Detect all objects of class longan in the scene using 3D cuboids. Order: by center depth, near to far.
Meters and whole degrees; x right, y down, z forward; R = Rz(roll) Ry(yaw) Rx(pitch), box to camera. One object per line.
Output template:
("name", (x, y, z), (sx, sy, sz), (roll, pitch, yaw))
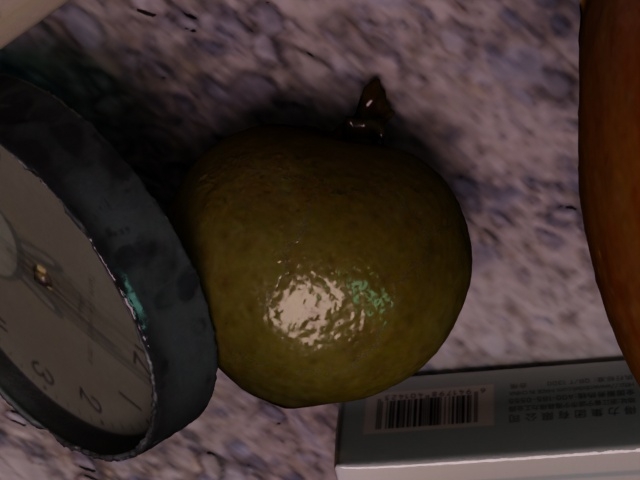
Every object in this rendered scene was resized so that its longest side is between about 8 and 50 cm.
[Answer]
("longan", (0.000, 0.000, 0.851), (0.154, 0.176, 0.145), (18, 172, -30))

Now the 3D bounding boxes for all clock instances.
("clock", (-0.143, 0.018, 0.854), (0.215, 0.042, 0.215), (30, 140, 30))

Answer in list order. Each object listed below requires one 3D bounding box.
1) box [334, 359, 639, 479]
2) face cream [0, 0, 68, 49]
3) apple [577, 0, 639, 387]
("box", (0.148, 0.145, 0.971), (0.269, 0.079, 0.135), (-5, 127, 10))
("face cream", (-0.201, -0.158, 0.777), (0.348, 0.081, 0.173), (-30, 122, 25))
("apple", (0.286, -0.032, 0.625), (0.400, 0.400, 0.334), (4, 91, 3))
